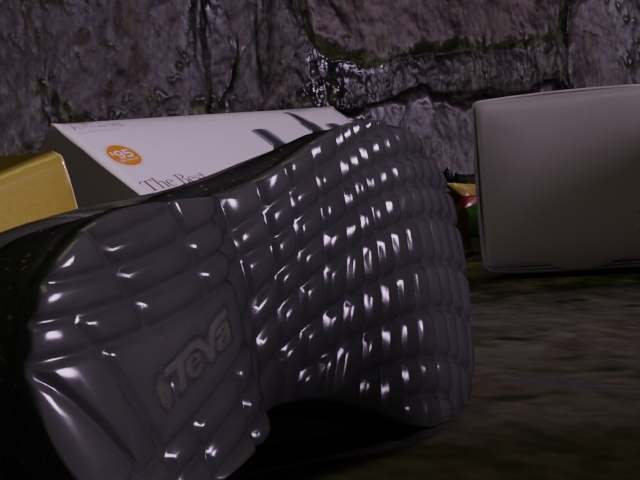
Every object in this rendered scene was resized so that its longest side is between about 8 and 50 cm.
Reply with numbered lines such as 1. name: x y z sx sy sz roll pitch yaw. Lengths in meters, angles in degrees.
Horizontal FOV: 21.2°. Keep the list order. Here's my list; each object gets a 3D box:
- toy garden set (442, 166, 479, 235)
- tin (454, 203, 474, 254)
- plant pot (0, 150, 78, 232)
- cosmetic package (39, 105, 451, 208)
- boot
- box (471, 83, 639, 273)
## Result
1. toy garden set: 0.209 -0.041 1.295 0.244 0.049 0.204 -7 4 -29
2. tin: 0.000 0.000 1.069 0.189 0.040 0.106 -5 -1 -1
3. plant pot: -0.131 0.020 0.602 0.083 0.081 0.081 -21 10 -27
4. cosmetic package: -0.038 -0.021 0.899 0.099 0.060 0.239 35 24 26
5. boot: -0.067 0.024 0.446 0.161 0.083 0.246 -10 0 28
6. box: 0.180 -0.042 0.983 0.113 0.094 0.275 -4 3 22
